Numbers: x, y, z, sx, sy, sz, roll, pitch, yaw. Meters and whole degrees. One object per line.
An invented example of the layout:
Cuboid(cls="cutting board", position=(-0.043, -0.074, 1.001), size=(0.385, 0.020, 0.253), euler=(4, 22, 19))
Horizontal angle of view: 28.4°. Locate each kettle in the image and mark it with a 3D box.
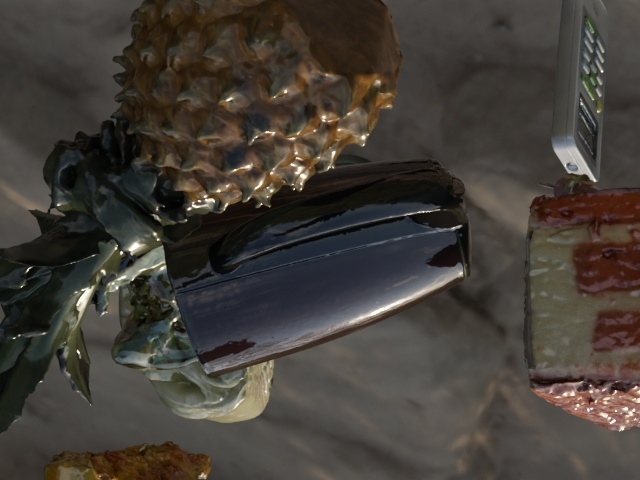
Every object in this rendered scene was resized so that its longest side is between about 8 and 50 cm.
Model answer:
Cuboid(cls="kettle", position=(0.000, 0.000, 0.984), size=(0.232, 0.144, 0.202), euler=(-17, 160, 1))

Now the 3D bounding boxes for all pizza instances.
Cuboid(cls="pizza", position=(-0.180, 0.302, 1.303), size=(0.086, 0.226, 0.335), euler=(14, 140, 33))

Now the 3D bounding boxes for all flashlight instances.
Cuboid(cls="flashlight", position=(0.235, -0.037, 1.081), size=(0.052, 0.031, 0.110), euler=(9, -167, -29))

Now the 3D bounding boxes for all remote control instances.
Cuboid(cls="remote control", position=(0.309, -0.194, 1.498), size=(0.034, 0.250, 0.103), euler=(-6, 149, 29))

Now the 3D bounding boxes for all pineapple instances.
Cuboid(cls="pineapple", position=(-0.087, -0.017, 0.579), size=(0.119, 0.130, 0.277), euler=(30, 125, -26))

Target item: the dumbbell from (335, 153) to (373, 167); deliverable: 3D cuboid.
Cuboid(cls="dumbbell", position=(0.024, -0.012, 1.518), size=(0.110, 0.110, 0.254), euler=(26, 156, 9))

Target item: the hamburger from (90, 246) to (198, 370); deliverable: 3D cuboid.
Cuboid(cls="hamburger", position=(-0.105, 0.000, 1.231), size=(0.192, 0.288, 0.167), euler=(43, 158, 61))

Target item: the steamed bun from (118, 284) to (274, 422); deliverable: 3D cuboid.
Cuboid(cls="steamed bun", position=(-0.157, 0.087, 1.691), size=(0.206, 0.319, 0.275), euler=(9, -179, 8))

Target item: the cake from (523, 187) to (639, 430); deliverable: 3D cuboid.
Cuboid(cls="cake", position=(0.292, 0.058, 0.945), size=(0.262, 0.158, 0.159), euler=(0, 161, 17))
